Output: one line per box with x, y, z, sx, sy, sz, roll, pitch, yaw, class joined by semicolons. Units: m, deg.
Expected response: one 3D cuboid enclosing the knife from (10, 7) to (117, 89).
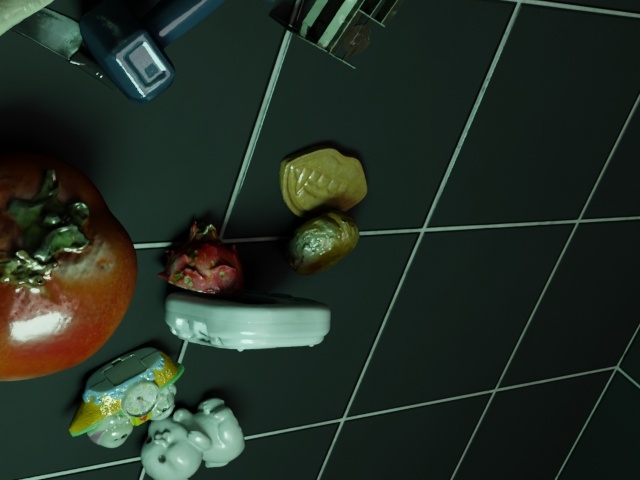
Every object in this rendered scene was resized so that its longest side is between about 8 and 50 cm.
-0.358;-0.282;1.592;0.230;0.028;0.060;27;91;-46;knife

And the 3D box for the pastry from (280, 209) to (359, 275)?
0.004;0.004;2.074;0.153;0.081;0.153;-22;159;-9;pastry

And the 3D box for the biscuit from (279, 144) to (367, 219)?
0.004;-0.100;2.054;0.220;0.029;0.142;22;108;-49;biscuit

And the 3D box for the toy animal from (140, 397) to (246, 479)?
-0.245;0.399;2.191;0.193;0.127;0.179;-34;141;-18;toy animal

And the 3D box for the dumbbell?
-0.178;-0.333;1.592;0.316;0.156;0.144;-40;156;-8;dumbbell

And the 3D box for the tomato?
-0.425;0.047;1.615;0.321;0.321;0.322;-23;136;-25;tomato

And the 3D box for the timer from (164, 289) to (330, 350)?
-0.127;0.135;1.967;0.237;0.262;0.087;0;94;-42;timer

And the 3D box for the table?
0.029;-0.373;1.814;0.175;0.062;0.146;21;108;-47;table

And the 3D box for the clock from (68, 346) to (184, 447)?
-0.339;0.283;2.027;0.231;0.103;0.144;-27;129;-23;clock

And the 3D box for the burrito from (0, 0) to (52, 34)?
-0.390;-0.321;1.489;0.275;0.082;0.059;-34;178;-15;burrito

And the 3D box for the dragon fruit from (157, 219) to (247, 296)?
-0.185;0.028;1.929;0.153;0.153;0.111;4;103;-43;dragon fruit
